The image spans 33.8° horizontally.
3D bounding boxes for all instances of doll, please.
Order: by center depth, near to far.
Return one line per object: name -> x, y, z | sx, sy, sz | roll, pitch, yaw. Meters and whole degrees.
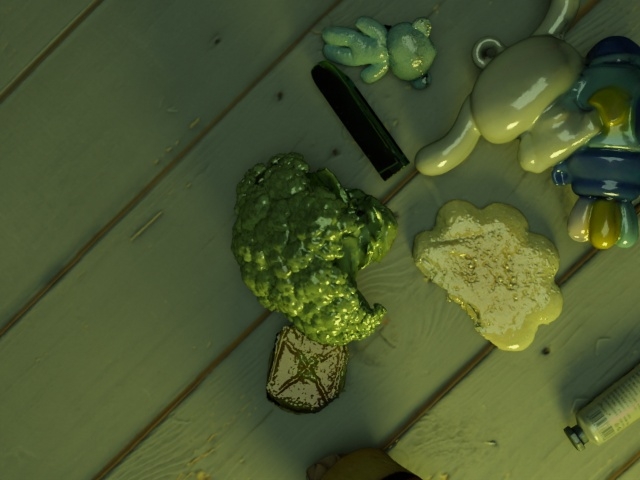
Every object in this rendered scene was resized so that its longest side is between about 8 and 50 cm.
doll -> 0.376, -0.184, 1.572 | 0.365, 0.187, 0.376 | 37, 116, 10
doll -> 0.094, -0.301, 1.630 | 0.179, 0.075, 0.120 | 14, 132, 21

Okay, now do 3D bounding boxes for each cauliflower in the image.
cauliflower -> 0.000, 0.000, 1.589 | 0.250, 0.272, 0.275 | -22, 124, -35

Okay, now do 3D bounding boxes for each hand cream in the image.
hand cream -> 0.500, 0.231, 1.633 | 0.276, 0.059, 0.095 | -35, 89, -1

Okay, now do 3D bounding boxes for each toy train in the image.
toy train -> 0.061, -0.192, 1.641 | 0.044, 0.042, 0.209 | -35, 89, 25

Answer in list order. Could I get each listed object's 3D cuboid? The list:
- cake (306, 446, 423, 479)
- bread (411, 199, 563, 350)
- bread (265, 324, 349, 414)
cake -> 0.054, 0.400, 1.615 | 0.207, 0.178, 0.185 | -25, 126, -22
bread -> 0.272, 0.041, 1.642 | 0.182, 0.039, 0.251 | -44, 89, 4
bread -> -0.019, 0.202, 1.647 | 0.127, 0.069, 0.140 | 10, 89, 2
